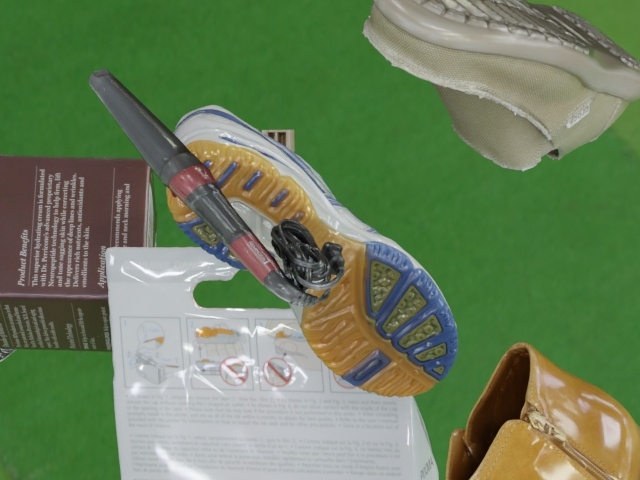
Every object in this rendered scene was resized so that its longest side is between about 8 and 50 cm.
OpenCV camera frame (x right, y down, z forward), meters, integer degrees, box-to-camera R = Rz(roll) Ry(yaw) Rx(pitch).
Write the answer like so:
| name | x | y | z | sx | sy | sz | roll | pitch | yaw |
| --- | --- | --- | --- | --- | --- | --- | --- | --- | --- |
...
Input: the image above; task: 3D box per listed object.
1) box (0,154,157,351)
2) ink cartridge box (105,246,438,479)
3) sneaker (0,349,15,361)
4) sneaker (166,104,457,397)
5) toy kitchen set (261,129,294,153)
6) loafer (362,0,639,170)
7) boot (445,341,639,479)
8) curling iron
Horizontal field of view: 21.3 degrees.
| name | x | y | z | sx | sy | sz | roll | pitch | yaw |
| --- | --- | --- | --- | --- | --- | --- | --- | --- | --- |
| box | -0.282 | 0.016 | 1.843 | 0.203 | 0.167 | 0.168 | 2 | 67 | -2 |
| ink cartridge box | -0.045 | 0.187 | 1.669 | 0.308 | 0.385 | 0.091 | 0 | 11 | 18 |
| sneaker | -0.458 | 0.139 | 2.138 | 0.107 | 0.118 | 0.279 | 44 | 54 | -18 |
| sneaker | 0.000 | 0.000 | 1.329 | 0.296 | 0.112 | 0.131 | 46 | 15 | -26 |
| toy kitchen set | -0.074 | -0.083 | 1.850 | 0.068 | 0.083 | 0.075 | 1 | 93 | 18 |
| loafer | 0.108 | -0.091 | 0.984 | 0.102 | 0.092 | 0.268 | 41 | 19 | 31 |
| boot | 0.171 | 0.241 | 1.269 | 0.211 | 0.104 | 0.295 | 33 | 57 | -27 |
| curling iron | -0.081 | -0.038 | 1.177 | 0.274 | 0.035 | 0.068 | 40 | 26 | 32 |
